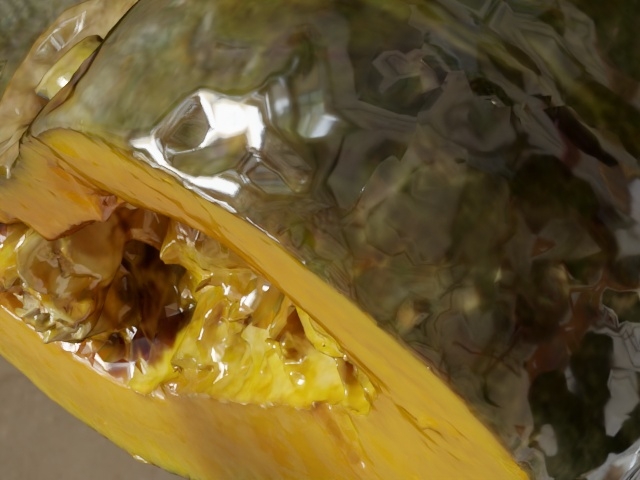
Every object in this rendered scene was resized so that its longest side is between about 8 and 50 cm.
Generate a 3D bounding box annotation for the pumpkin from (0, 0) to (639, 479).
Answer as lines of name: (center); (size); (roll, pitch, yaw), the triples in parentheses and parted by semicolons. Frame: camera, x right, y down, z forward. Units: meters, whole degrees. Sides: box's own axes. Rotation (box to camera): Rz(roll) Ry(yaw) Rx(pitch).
pumpkin: (0.000, 0.000, 0.486); (0.222, 0.139, 0.317); (45, 156, -26)
